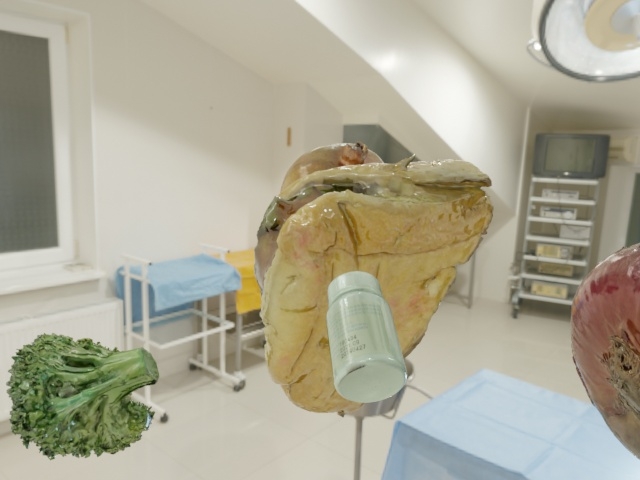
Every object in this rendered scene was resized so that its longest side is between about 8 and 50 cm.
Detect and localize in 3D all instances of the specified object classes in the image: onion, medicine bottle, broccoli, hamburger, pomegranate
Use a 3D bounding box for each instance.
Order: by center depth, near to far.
[{"bbox_3d":[0.028,0.064,0.348,0.047,0.047,0.083,1,39,-8],"label":"medicine bottle"},{"bbox_3d":[0.018,0.025,0.564,0.209,0.330,0.162,22,22,-29],"label":"hamburger"},{"bbox_3d":[0.518,0.153,0.675,0.285,0.347,0.347,-22,16,-13],"label":"onion"},{"bbox_3d":[-0.310,0.208,0.709,0.194,0.219,0.194,-23,27,12],"label":"broccoli"},{"bbox_3d":[0.042,-0.104,1.105,0.252,0.229,0.270,-10,-31,-18],"label":"pomegranate"}]
